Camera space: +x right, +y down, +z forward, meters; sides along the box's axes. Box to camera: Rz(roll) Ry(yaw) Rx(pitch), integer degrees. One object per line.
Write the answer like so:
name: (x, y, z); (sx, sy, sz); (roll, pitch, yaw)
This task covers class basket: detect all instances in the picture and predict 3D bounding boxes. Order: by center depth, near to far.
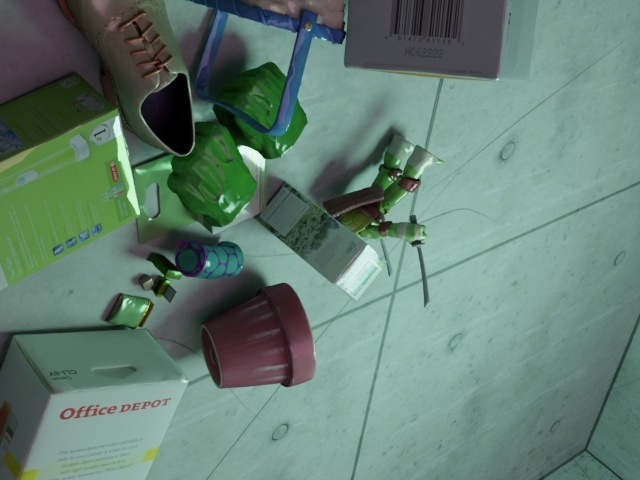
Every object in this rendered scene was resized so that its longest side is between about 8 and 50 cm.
basket: (-0.082, -0.314, 1.461); (0.201, 0.255, 0.289); (12, 105, -40)

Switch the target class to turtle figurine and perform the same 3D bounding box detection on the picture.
turtle figurine: (0.154, -0.053, 2.012); (0.266, 0.274, 0.198); (-59, 179, 4)

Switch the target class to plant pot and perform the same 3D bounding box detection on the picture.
plant pot: (-0.126, 0.198, 1.942); (0.180, 0.201, 0.201); (-15, 133, -20)

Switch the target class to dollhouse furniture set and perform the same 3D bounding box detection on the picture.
dollhouse furniture set: (-0.299, 0.102, 1.763); (0.076, 0.058, 0.152); (17, 108, -52)

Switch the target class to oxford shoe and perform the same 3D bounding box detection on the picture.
oxford shoe: (-0.248, -0.283, 1.394); (0.140, 0.146, 0.397); (-38, 143, -17)

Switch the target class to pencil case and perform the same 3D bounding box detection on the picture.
pencil case: (-0.195, 0.032, 1.784); (0.064, 0.070, 0.151); (-30, 168, 18)

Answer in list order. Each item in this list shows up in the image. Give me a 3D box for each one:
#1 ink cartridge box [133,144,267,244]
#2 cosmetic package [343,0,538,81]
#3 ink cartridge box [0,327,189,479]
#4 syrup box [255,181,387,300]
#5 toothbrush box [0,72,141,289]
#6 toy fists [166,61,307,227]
ink cartridge box: (-0.197, -0.086, 1.713); (0.235, 0.056, 0.171); (-28, 140, -32)
cosmetic package: (0.205, -0.337, 1.601); (0.453, 0.230, 0.161); (-26, 122, -71)
ink cartridge box: (-0.431, 0.348, 1.744); (0.279, 0.160, 0.385); (1, 123, -46)
syrup box: (0.000, 0.000, 1.846); (0.093, 0.237, 0.096); (-51, 145, -1)
toothbrush box: (-0.415, -0.075, 1.422); (0.283, 0.122, 0.206); (-32, 141, -25)
toy fists: (-0.138, -0.162, 1.610); (0.279, 0.096, 0.142); (-53, 138, -20)
